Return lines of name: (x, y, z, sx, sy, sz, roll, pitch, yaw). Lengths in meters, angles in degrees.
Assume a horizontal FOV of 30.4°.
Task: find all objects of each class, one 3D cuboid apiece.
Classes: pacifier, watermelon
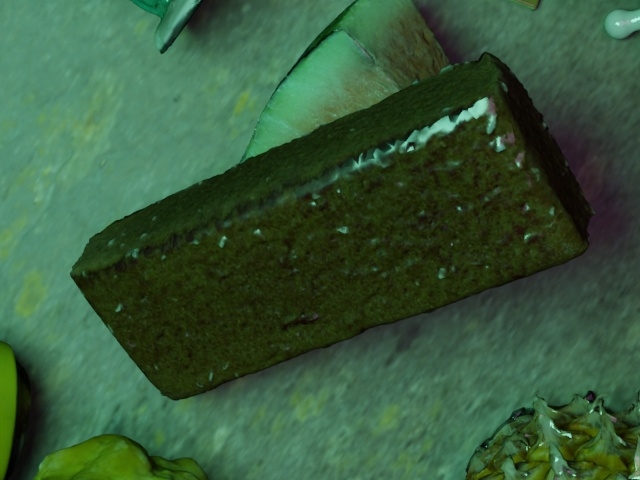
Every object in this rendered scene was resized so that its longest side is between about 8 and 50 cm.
pacifier: (0.304, -0.210, 1.102, 0.078, 0.081, 0.099, -12, 119, 29)
watermelon: (0.072, -0.071, 1.046, 0.257, 0.193, 0.140, 43, 46, -4)

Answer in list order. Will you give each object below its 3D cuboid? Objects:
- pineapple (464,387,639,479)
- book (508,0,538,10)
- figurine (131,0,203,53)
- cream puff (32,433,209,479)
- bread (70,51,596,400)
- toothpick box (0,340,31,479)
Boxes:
pineapple: (0.269, 0.302, 1.012, 0.352, 0.300, 0.352, -1, 94, -11)
book: (0.177, -0.317, 1.104, 0.118, 0.012, 0.172, 20, 91, -6)
figurine: (-0.209, -0.332, 0.968, 0.340, 0.231, 0.323, 34, 89, -11)
cream puff: (-0.222, 0.324, 1.007, 0.257, 0.291, 0.324, 4, 109, 25)
bread: (0.000, 0.000, 0.976, 0.417, 0.113, 0.165, -22, 111, 25)
toothpick box: (-0.389, 0.144, 0.989, 0.271, 0.175, 0.175, 8, 93, -25)
